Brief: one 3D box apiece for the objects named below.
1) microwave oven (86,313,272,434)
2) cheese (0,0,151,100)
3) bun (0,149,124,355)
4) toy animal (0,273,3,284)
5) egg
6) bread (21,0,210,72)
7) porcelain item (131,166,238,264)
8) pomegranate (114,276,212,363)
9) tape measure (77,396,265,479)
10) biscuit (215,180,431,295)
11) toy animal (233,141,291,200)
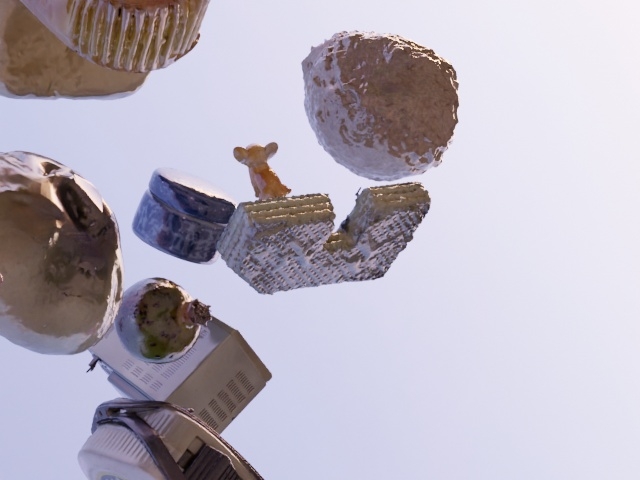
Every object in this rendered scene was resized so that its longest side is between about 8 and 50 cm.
[{"bbox_3d":[-0.230,0.198,1.654,0.194,0.240,0.145,-48,-47,-16],"label":"microwave oven"},{"bbox_3d":[-0.367,-0.287,1.557,0.263,0.093,0.159,-3,-77,-34],"label":"cheese"},{"bbox_3d":[-0.329,0.000,1.193,0.273,0.168,0.273,44,-166,-14],"label":"bun"},{"bbox_3d":[-0.410,0.002,1.003,0.124,0.212,0.124,178,90,-90],"label":"toy animal"},{"bbox_3d":[0.104,-0.238,1.840,0.279,0.310,0.279,-40,-31,-31],"label":"egg"},{"bbox_3d":[-0.260,-0.353,1.276,0.204,0.156,0.288,-27,-111,-34],"label":"bread"},{"bbox_3d":[-0.206,-0.042,1.612,0.147,0.147,0.114,12,-74,-47],"label":"porcelain item"},{"bbox_3d":[-0.217,0.105,1.434,0.130,0.130,0.130,20,-117,-45],"label":"pomegranate"},{"bbox_3d":[-0.176,0.302,1.360,0.133,0.271,0.231,-51,-51,-30],"label":"tape measure"},{"bbox_3d":[0.000,0.000,1.159,0.250,0.147,0.046,-6,-125,-35],"label":"biscuit"},{"bbox_3d":[-0.077,-0.093,1.390,0.081,0.060,0.083,-118,9,-63],"label":"toy animal"}]
